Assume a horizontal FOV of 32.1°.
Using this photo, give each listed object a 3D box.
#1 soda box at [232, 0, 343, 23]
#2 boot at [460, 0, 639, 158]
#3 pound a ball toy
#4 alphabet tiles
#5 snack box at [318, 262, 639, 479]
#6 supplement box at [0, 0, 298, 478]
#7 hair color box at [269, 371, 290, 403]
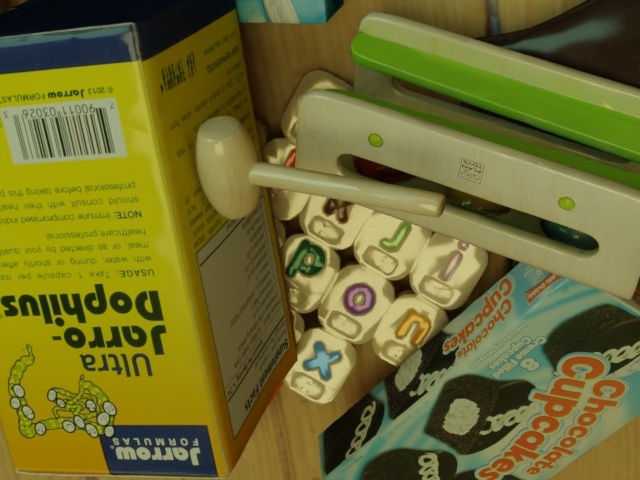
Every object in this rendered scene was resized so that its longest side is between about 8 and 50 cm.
[{"bbox_3d":[-0.089,-0.225,0.934,0.210,0.067,0.071,4,116,14],"label":"soda box"},{"bbox_3d":[0.203,-0.154,0.859,0.207,0.090,0.248,1,130,18],"label":"boot"},{"bbox_3d":[0.090,-0.041,0.838,0.319,0.208,0.135,19,138,15],"label":"pound a ball toy"},{"bbox_3d":[0.000,0.000,1.014,0.284,0.021,0.278,29,104,1],"label":"alphabet tiles"},{"bbox_3d":[0.170,0.145,1.011,0.187,0.060,0.322,28,122,-28],"label":"snack box"},{"bbox_3d":[-0.161,-0.011,0.899,0.195,0.194,0.356,-3,111,17],"label":"supplement box"},{"bbox_3d":[-0.069,0.151,1.109,0.043,0.072,0.141,32,118,0],"label":"hair color box"}]
